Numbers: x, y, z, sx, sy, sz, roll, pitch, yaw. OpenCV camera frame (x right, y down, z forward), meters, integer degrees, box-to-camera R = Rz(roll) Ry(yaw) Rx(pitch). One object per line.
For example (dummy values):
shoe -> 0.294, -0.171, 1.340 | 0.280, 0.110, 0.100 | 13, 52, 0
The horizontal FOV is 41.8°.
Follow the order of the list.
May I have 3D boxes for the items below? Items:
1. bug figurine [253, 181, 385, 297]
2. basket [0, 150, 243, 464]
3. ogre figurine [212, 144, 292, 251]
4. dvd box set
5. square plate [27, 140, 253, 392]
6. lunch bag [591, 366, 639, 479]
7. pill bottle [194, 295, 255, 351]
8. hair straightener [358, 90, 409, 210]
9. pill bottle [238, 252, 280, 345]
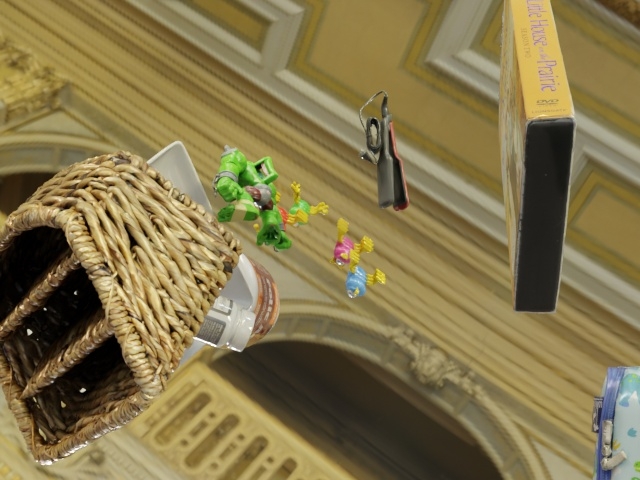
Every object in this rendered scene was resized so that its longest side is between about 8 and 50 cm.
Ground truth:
bug figurine -> 0.000, 0.000, 1.620 | 0.279, 0.216, 0.072 | 38, -69, -8
basket -> -0.267, 0.069, 0.892 | 0.213, 0.223, 0.299 | 41, -43, -17
ogre figurine -> -0.107, -0.070, 1.327 | 0.197, 0.118, 0.097 | 24, -46, -38
dvd box set -> 0.292, -0.152, 1.172 | 0.062, 0.420, 0.307 | 0, -50, 9
square plate -> -0.290, 0.073, 1.287 | 0.049, 0.347, 0.344 | 22, -37, 43
lunch bag -> 0.326, 0.210, 0.801 | 0.090, 0.219, 0.176 | 1, -95, 33
pill bottle -> -0.176, 0.120, 1.305 | 0.137, 0.078, 0.078 | 23, -48, -12
hair straightener -> 0.115, -0.171, 1.567 | 0.047, 0.089, 0.230 | -13, -103, 48
pill bottle -> -0.216, 0.133, 1.898 | 0.224, 0.392, 0.224 | -1, -99, 7
